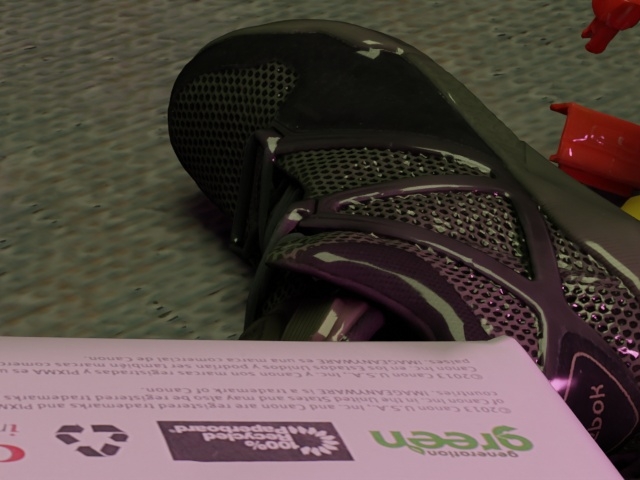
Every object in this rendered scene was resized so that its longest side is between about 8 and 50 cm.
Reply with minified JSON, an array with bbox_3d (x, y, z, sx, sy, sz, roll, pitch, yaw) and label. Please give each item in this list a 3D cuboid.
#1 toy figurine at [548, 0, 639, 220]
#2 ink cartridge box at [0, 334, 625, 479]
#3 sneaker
[{"bbox_3d":[0.254,-0.055,0.595,0.217,0.191,0.362,16,-7,-22],"label":"toy figurine"},{"bbox_3d":[-0.076,0.126,0.278,0.309,0.130,0.272,2,23,-18],"label":"ink cartridge box"},{"bbox_3d":[0.000,0.000,0.601,0.130,0.087,0.227,-13,39,-38],"label":"sneaker"}]
